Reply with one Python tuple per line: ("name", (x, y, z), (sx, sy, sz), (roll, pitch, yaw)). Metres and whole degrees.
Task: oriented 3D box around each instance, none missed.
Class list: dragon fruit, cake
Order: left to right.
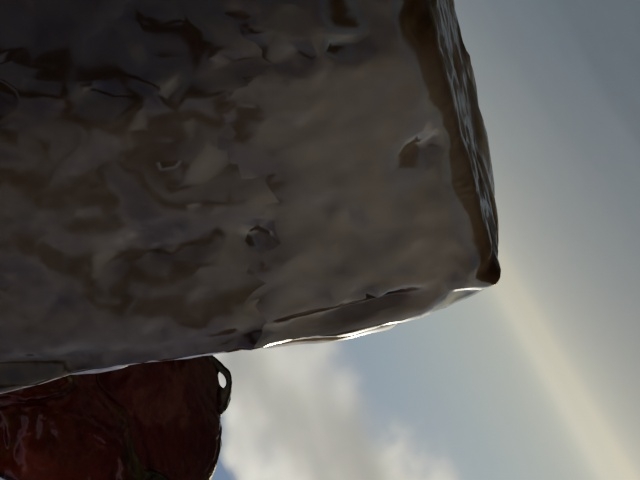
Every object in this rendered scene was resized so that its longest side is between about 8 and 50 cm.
("dragon fruit", (-0.126, 0.078, 0.831), (0.121, 0.127, 0.161), (19, 175, 27))
("cake", (-0.058, -0.084, 0.452), (0.196, 0.199, 0.293), (-93, -11, -47))
